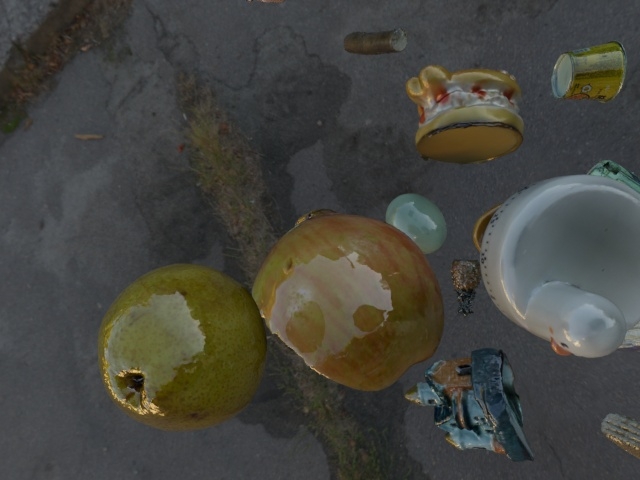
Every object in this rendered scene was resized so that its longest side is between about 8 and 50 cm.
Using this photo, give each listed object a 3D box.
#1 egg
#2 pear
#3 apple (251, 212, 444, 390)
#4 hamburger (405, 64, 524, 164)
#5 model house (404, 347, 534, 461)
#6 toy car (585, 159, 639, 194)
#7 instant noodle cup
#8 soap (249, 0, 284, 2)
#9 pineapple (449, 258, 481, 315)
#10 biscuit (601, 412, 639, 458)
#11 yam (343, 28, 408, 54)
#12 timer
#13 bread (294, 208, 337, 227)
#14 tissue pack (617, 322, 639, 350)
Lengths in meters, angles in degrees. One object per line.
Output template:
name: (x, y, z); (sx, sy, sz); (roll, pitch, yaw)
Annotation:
egg: (0.268, -0.047, 1.180); (0.149, 0.149, 0.192); (-45, 66, 11)
pear: (-0.167, 0.130, 0.519); (0.209, 0.209, 0.209); (-3, 82, 22)
apple: (0.053, 0.109, 0.787); (0.314, 0.252, 0.309); (-31, 39, -17)
hamburger: (0.353, -0.320, 1.065); (0.302, 0.261, 0.186); (2, 81, -18)
model house: (0.348, 0.413, 1.050); (0.291, 0.253, 0.184); (-13, 38, 31)
toy car: (0.834, -0.132, 1.137); (0.076, 0.090, 0.224); (-31, 66, -31)
instant noodle cup: (0.821, -0.516, 1.307); (0.144, 0.182, 0.182); (-3, 82, 5)
soap: (-0.077, -0.508, 0.629); (0.218, 0.098, 0.273); (28, 91, 20)
pineapple: (0.500, 0.163, 1.459); (0.108, 0.108, 0.198); (4, 92, 22)
biscuit: (0.889, 0.527, 0.970); (0.144, 0.426, 0.078); (37, 79, -16)
yam: (0.071, -0.265, 0.564); (0.032, 0.032, 0.145); (-54, 30, 7)
timer: (0.341, 0.030, 0.559); (0.233, 0.240, 0.233); (0, 95, -2)
bread: (-0.001, 0.000, 1.372); (0.104, 0.199, 0.199); (-22, 74, 49)
tissue pack: (0.979, 0.243, 1.166); (0.242, 0.343, 0.125); (141, 132, -60)
